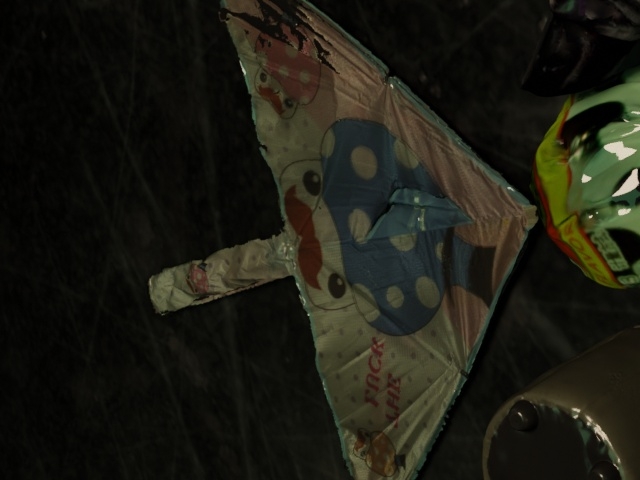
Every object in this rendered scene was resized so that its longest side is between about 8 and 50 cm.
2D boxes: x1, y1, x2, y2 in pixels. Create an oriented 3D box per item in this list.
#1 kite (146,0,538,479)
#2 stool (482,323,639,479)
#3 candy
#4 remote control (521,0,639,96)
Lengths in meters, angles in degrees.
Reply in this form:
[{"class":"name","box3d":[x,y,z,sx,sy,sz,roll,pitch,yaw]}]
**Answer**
[{"class":"kite","box3d":[0.000,0.000,1.029,0.314,0.011,0.335,-11,95,49]},{"class":"stool","box3d":[0.127,0.091,0.846,0.096,0.110,0.096,15,112,41]},{"class":"candy","box3d":[0.208,-0.054,0.750,0.305,0.083,0.091,-21,72,41]},{"class":"remote control","box3d":[0.147,-0.163,0.750,0.066,0.090,0.266,27,122,9]}]
